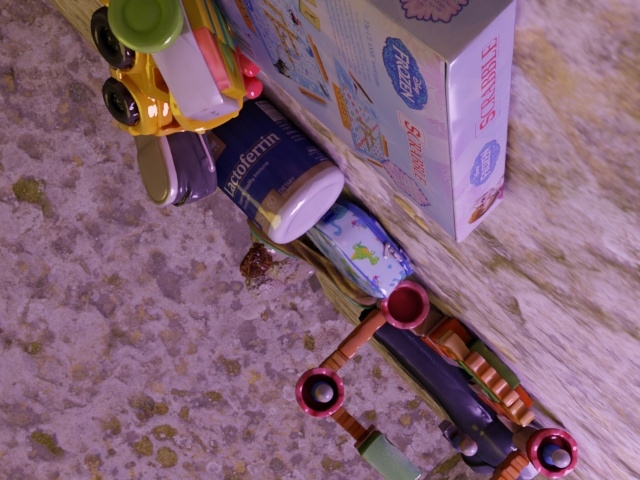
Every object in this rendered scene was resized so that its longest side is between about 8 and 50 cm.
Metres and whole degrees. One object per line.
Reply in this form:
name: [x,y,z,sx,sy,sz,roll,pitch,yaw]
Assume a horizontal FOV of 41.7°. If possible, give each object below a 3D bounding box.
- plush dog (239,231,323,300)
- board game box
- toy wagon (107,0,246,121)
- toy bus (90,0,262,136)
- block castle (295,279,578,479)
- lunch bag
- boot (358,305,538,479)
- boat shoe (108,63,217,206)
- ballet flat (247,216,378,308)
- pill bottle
plush dog: [-0.081,-0.002,1.886,0.211,0.262,0.225,4,163,27]
board game box: [0.016,-0.171,0.689,0.318,0.066,0.318,44,173,20]
toy wagon: [-0.155,-0.278,0.758,0.267,0.068,0.344,-75,-33,-84]
toy bus: [-0.160,-0.210,1.051,0.211,0.149,0.220,34,141,27]
block castle: [0.203,0.314,1.483,0.453,0.303,0.213,45,173,0]
lunch bag: [0.052,0.001,1.440,0.176,0.090,0.219,47,174,-22]
boot: [0.247,0.298,1.779,0.445,0.146,0.367,43,166,-2]
boat shoe: [-0.233,-0.214,1.239,0.112,0.096,0.335,-15,88,48]
ballet flat: [0.000,0.000,1.677,0.342,0.116,0.124,36,130,25]
pill bottle: [-0.103,-0.133,1.309,0.265,0.153,0.153,44,173,13]
